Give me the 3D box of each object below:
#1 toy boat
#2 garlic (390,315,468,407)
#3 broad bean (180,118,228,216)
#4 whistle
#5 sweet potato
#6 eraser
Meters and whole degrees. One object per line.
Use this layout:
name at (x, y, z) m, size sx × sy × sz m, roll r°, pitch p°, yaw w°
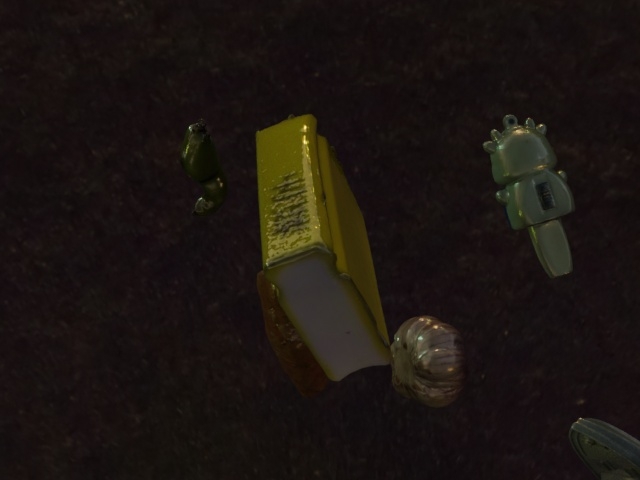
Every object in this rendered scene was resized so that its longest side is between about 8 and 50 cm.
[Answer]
toy boat at (0.467, 0.361, 1.252) m, size 0.319 × 0.141 × 0.092 m, roll 44°, pitch 69°, yaw -16°
garlic at (0.171, 0.187, 1.334) m, size 0.102 × 0.159 × 0.147 m, roll -11°, pitch 64°, yaw -25°
broad bean at (-0.181, -0.113, 1.338) m, size 0.070 × 0.213 × 0.048 m, roll -24°, pitch 55°, yaw -19°
whistle at (0.308, -0.065, 1.243) m, size 0.110 × 0.092 × 0.244 m, roll -20°, pitch 91°, yaw -9°
sweet potato at (-0.022, 0.111, 1.109) m, size 0.097 × 0.251 × 0.097 m, roll -5°, pitch 41°, yaw 4°
eraser at (0.000, 0.000, 0.797) m, size 0.069 × 0.158 × 0.226 m, roll -20°, pitch 39°, yaw 9°
